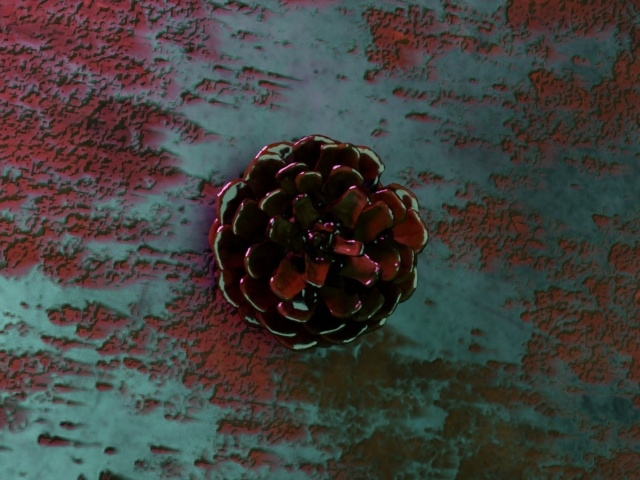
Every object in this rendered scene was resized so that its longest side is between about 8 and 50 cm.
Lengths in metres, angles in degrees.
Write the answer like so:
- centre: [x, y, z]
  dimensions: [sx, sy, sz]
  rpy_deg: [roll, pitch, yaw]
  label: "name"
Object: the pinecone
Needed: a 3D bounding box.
- centre: [0.000, 0.000, 1.499]
  dimensions: [0.208, 0.208, 0.207]
  rpy_deg: [3, 81, -22]
  label: "pinecone"
